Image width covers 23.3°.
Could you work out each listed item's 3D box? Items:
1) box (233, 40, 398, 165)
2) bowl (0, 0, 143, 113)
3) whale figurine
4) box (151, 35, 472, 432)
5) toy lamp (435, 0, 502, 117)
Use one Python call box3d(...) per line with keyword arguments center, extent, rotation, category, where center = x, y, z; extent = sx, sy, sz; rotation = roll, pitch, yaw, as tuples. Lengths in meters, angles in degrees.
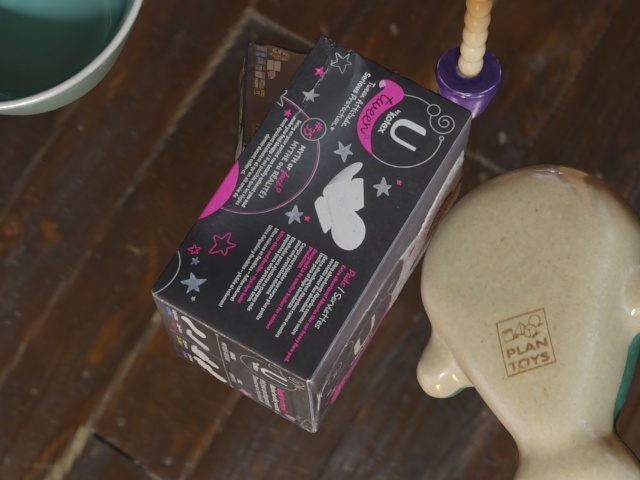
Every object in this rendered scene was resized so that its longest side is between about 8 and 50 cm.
box3d(center=(0.000, -0.128, 1.723), extent=(0.183, 0.059, 0.233), rotation=(12, 36, -9), category="box")
box3d(center=(-0.319, -0.256, 1.625), extent=(0.311, 0.163, 0.312), rotation=(-1, 75, 4), category="bowl")
box3d(center=(0.179, 0.081, 1.155), extent=(0.216, 0.141, 0.272), rotation=(-22, 61, 24), category="whale figurine")
box3d(center=(0.000, 0.000, 1.214), extent=(0.142, 0.163, 0.247), rotation=(29, 73, 12), category="box")
box3d(center=(0.170, -0.232, 1.694), extent=(0.080, 0.275, 0.080), rotation=(1, 56, -2), category="toy lamp")
